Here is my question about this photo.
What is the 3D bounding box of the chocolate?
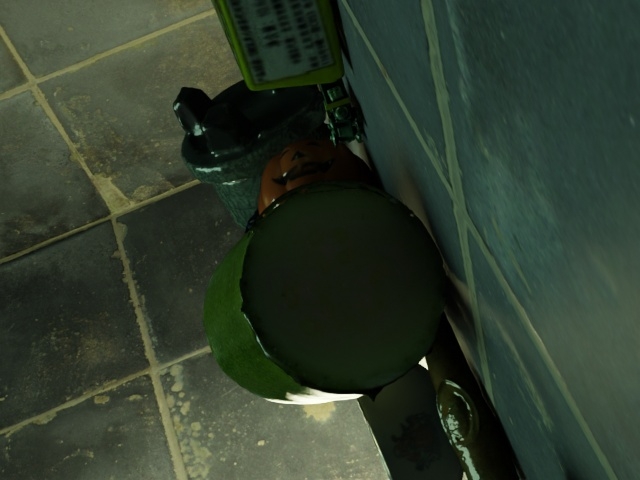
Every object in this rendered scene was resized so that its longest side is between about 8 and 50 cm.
[{"bbox_3d":[-0.092,-0.372,1.287,0.301,0.137,0.289,70,177,-59],"label":"chocolate"}]

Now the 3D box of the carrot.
[{"bbox_3d":[0.174,0.186,1.336,0.070,0.070,0.342,72,178,-65],"label":"carrot"}]

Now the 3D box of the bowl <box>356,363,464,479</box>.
[{"bbox_3d":[0.161,0.314,1.723,0.345,0.157,0.345,158,90,-89],"label":"bowl"}]

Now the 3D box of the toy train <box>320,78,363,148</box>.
[{"bbox_3d":[0.031,-0.180,1.461,0.122,0.050,0.081,69,-174,-76],"label":"toy train"}]

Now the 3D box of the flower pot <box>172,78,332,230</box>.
[{"bbox_3d":[-0.094,-0.188,1.863,0.283,0.299,0.299,57,-175,-33],"label":"flower pot"}]

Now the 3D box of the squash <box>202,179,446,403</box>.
[{"bbox_3d":[-0.006,0.081,1.338,0.384,0.263,0.263,141,108,-74],"label":"squash"}]

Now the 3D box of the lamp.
[{"bbox_3d":[-0.006,-0.072,1.598,0.164,0.187,0.188,-100,-8,-48],"label":"lamp"}]

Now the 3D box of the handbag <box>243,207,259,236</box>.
[{"bbox_3d":[0.000,0.000,1.746,0.162,0.260,0.113,-93,17,-69],"label":"handbag"}]
